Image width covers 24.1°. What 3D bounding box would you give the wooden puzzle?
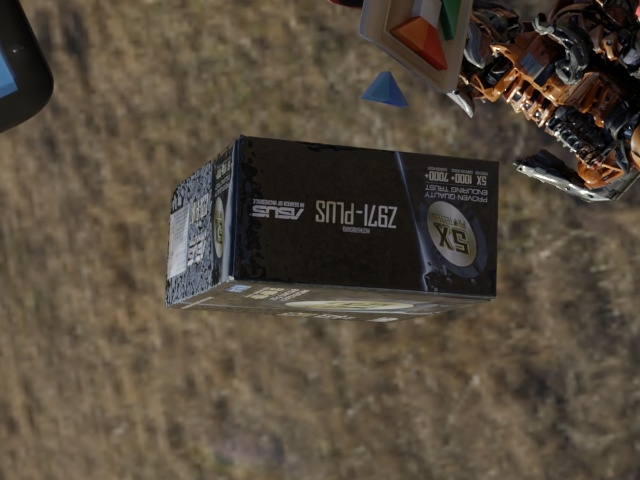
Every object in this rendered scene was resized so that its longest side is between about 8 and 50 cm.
[{"bbox_3d":[0.052,-0.119,0.762,0.014,0.078,0.116,-4,75,44],"label":"wooden puzzle"}]

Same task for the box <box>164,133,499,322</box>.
[{"bbox_3d":[0.000,0.000,0.857,0.180,0.147,0.078,158,116,-71],"label":"box"}]

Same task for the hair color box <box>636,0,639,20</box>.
[{"bbox_3d":[0.308,-0.156,1.208,0.053,0.093,0.167,34,163,46],"label":"hair color box"}]

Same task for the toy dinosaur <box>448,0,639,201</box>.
[{"bbox_3d":[0.231,-0.115,0.958,0.164,0.322,0.218,-91,14,-65],"label":"toy dinosaur"}]

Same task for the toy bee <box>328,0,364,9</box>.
[{"bbox_3d":[0.090,-0.256,0.820,0.298,0.162,0.195,105,169,-58],"label":"toy bee"}]

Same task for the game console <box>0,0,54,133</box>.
[{"bbox_3d":[-0.251,-0.044,0.657,0.293,0.173,0.250,76,-163,-60],"label":"game console"}]
